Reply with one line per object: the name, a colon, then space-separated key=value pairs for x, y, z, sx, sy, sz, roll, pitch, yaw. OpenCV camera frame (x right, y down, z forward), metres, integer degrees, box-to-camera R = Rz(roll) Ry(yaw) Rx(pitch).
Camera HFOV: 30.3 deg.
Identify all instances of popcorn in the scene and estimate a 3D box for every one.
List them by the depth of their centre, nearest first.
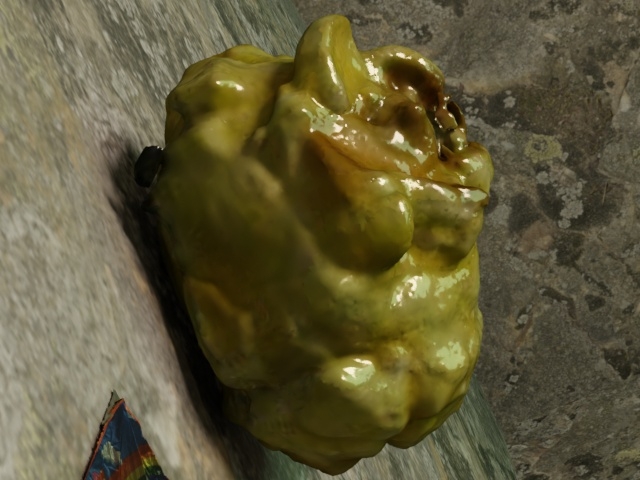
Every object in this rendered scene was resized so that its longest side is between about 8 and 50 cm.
popcorn: x=0.000 y=0.000 z=0.763 sx=0.286 sy=0.215 sz=0.252 roll=62 pitch=-31 yaw=10

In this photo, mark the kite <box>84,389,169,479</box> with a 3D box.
kite: x=-0.066 y=0.166 z=0.533 sx=0.321 sy=0.016 sz=0.234 roll=52 pitch=17 yaw=-59
